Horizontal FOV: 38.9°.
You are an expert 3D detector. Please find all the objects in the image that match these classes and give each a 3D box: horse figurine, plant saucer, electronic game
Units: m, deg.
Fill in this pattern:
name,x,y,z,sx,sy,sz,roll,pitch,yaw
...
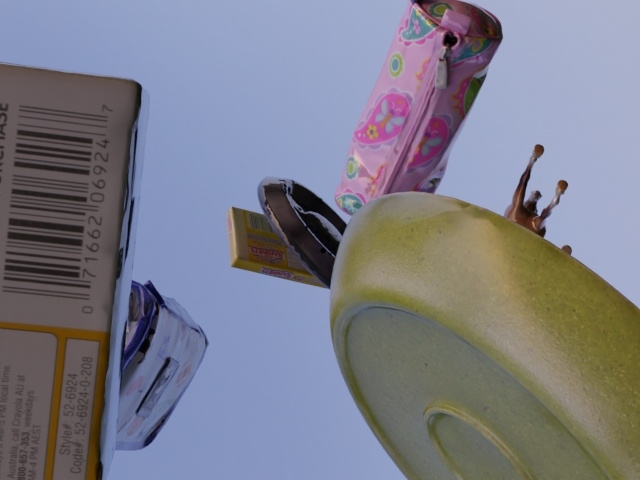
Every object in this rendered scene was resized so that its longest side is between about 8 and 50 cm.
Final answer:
name,x,y,z,sx,sy,sz,roll,pitch,yaw
horse figurine,0.241,0.021,1.043,0.066,0.174,0.263,8,-123,-2
plant saucer,0.081,0.088,0.399,0.037,0.241,0.241,-38,-84,-22
electronic game,0.000,0.000,1.236,0.229,0.048,0.229,43,-164,-16

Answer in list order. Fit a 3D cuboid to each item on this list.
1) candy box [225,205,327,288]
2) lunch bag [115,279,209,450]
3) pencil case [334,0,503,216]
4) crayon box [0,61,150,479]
name,x,y,z,sx,sy,sz,roll,pitch,yaw
candy box,-0.036,0.016,1.314,0.205,0.027,0.105,14,-137,-24
lunch bag,-0.356,0.197,1.253,0.239,0.385,0.328,61,177,16
pencil case,0.111,-0.146,1.055,0.124,0.284,0.124,16,-149,-10
crayon box,-0.255,0.005,0.435,0.322,0.083,0.203,6,-85,-8
